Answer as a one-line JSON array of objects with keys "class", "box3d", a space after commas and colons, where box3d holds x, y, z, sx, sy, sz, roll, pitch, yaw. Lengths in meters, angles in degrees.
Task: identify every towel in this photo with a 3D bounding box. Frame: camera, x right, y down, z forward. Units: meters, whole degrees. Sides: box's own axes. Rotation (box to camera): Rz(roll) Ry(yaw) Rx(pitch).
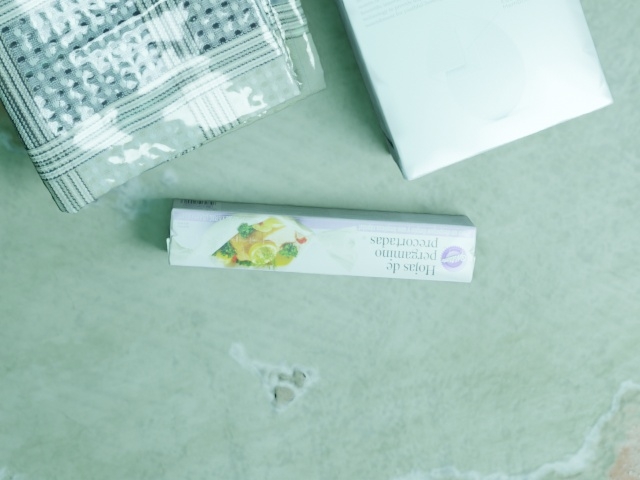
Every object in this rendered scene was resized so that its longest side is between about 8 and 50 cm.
[{"class": "towel", "box3d": [-0.173, -0.216, 1.605, 0.324, 0.056, 0.312, -28, 118, -10]}]

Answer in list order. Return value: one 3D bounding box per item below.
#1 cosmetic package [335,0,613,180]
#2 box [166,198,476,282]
[{"class": "cosmetic package", "box3d": [0.145, -0.212, 1.650, 0.224, 0.138, 0.225, -20, 104, 1]}, {"class": "box", "box3d": [0.000, 0.000, 1.724, 0.324, 0.067, 0.063, 3, 103, -5]}]
